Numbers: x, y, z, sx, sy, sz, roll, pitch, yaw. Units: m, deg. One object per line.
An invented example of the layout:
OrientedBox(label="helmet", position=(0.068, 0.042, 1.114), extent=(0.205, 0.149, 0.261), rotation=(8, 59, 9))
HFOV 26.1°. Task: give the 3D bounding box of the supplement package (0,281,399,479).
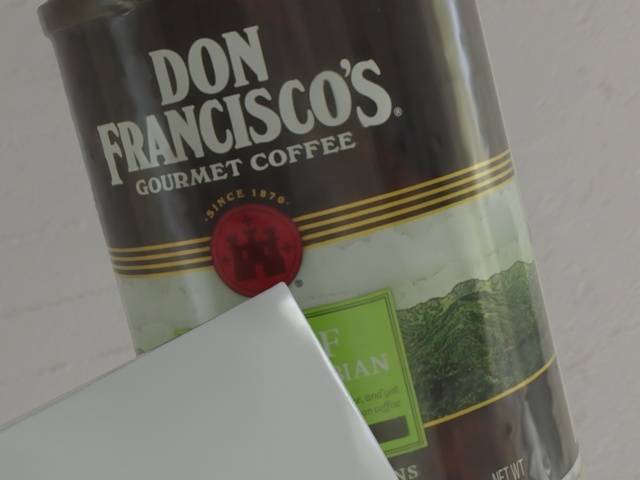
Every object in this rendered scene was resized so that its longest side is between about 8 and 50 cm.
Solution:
OrientedBox(label="supplement package", position=(-0.099, 0.178, 0.526), extent=(0.198, 0.262, 0.199), rotation=(-27, -95, -40))

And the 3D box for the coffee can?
OrientedBox(label="coffee can", position=(0.000, 0.000, 0.658), extent=(0.201, 0.201, 0.275), rotation=(-16, -83, -15))
